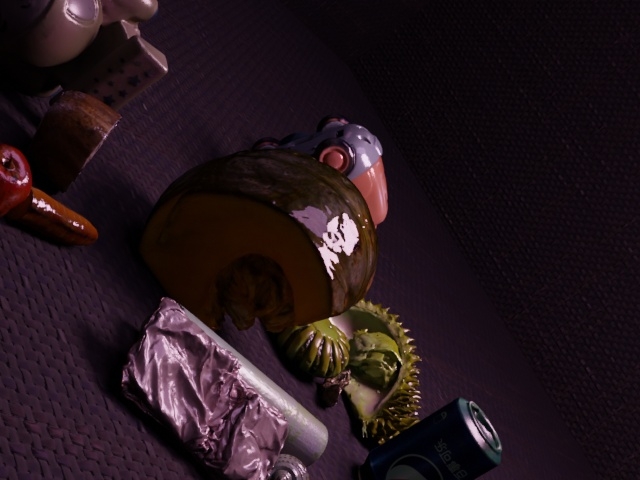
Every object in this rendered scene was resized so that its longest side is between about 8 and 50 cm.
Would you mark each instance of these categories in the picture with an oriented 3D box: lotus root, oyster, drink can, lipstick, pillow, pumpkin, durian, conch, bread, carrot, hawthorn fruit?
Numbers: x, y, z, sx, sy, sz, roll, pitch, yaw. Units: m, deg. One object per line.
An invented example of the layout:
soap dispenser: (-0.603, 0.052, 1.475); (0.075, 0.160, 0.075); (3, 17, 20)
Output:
lotus root: (-0.316, -0.125, 1.431); (0.081, 0.112, 0.122); (30, 29, -9)
oyster: (0.025, 0.224, 1.782); (0.038, 0.081, 0.083); (34, -25, 5)
drink can: (0.163, 0.328, 1.685); (0.118, 0.205, 0.118); (50, 16, -20)
lipstick: (-0.106, 0.186, 1.427); (0.304, 0.076, 0.076); (43, 17, -33)
pillow: (-0.126, 0.188, 1.306); (0.248, 0.049, 0.135); (49, 49, -23)
pumpkin: (-0.080, 0.000, 1.576); (0.225, 0.303, 0.256); (-45, 125, -69)
durian: (0.079, 0.229, 1.935); (0.169, 0.157, 0.355); (3, 40, -24)
conch: (-0.039, 0.303, 1.408); (0.076, 0.056, 0.085); (69, 17, 9)
bread: (-0.013, 0.155, 1.781); (0.130, 0.071, 0.139); (2, 43, -54)
carrot: (-0.312, -0.021, 1.327); (0.139, 0.048, 0.048); (38, 21, -56)
hawthorn fruit: (-0.353, -0.068, 1.209); (0.093, 0.093, 0.093); (49, 15, -17)

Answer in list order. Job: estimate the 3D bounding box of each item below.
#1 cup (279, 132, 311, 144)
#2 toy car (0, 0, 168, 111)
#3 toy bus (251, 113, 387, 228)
cup: (-0.049, -0.121, 2.298); (0.155, 0.131, 0.176); (-53, 132, -71)
toy car: (-0.375, -0.309, 1.431); (0.336, 0.242, 0.226); (33, 27, -59)
toy bus: (-0.011, -0.082, 2.021); (0.194, 0.287, 0.232); (-90, 157, -67)
